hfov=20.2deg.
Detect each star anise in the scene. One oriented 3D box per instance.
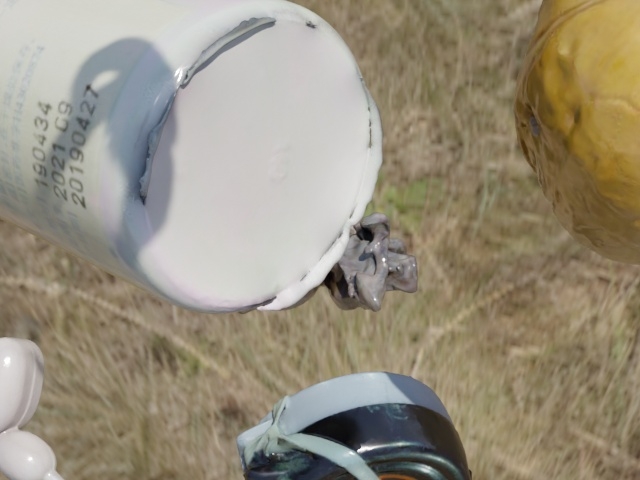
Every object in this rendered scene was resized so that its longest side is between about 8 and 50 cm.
[{"bbox_3d":[0.001,0.002,1.770,0.198,0.257,0.110,7,114,-4],"label":"star anise"}]

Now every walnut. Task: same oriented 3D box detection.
[{"bbox_3d":[0.205,-0.087,1.078,0.193,0.225,0.193,1,67,-3],"label":"walnut"}]

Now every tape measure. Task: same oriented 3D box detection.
[{"bbox_3d":[0.024,0.185,1.408,0.181,0.182,0.107,-12,48,-12],"label":"tape measure"}]

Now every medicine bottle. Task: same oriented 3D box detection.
[{"bbox_3d":[-0.158,-0.100,1.266,0.379,0.213,0.213,24,70,43],"label":"medicine bottle"}]

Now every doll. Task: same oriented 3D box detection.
[{"bbox_3d":[-0.248,0.156,1.208,0.161,0.059,0.160,-15,81,13],"label":"doll"}]
